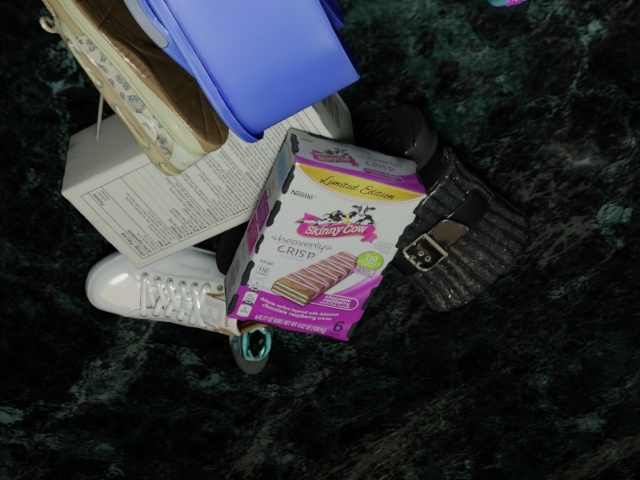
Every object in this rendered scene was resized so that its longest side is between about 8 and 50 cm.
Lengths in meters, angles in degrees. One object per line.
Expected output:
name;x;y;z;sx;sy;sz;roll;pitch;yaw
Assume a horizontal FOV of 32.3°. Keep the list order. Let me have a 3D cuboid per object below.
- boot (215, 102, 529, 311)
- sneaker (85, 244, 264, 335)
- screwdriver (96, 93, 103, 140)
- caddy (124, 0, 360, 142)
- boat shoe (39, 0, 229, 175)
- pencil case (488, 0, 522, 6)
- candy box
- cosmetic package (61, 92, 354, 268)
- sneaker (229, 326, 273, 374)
boot;0.068;0.005;1.414;0.348;0.131;0.260;-29;131;22
sneaker;-0.162;0.066;1.448;0.290;0.123;0.106;-1;113;-10
screwdriver;-0.245;-0.189;1.241;0.024;0.025;0.170;-25;142;-46
caddy;-0.101;-0.255;1.046;0.179;0.241;0.341;-23;127;9
boat shoe;-0.217;-0.190;1.148;0.089;0.104;0.285;-33;100;32
pencil case;0.193;-0.316;1.137;0.064;0.070;0.152;-12;135;8
candy box;0.000;0.000;1.266;0.159;0.071;0.233;12;125;-18
cosmetic package;-0.129;-0.102;1.298;0.309;0.113;0.160;-22;133;18
sneaker;-0.098;0.147;1.586;0.065;0.076;0.166;1;136;-5
